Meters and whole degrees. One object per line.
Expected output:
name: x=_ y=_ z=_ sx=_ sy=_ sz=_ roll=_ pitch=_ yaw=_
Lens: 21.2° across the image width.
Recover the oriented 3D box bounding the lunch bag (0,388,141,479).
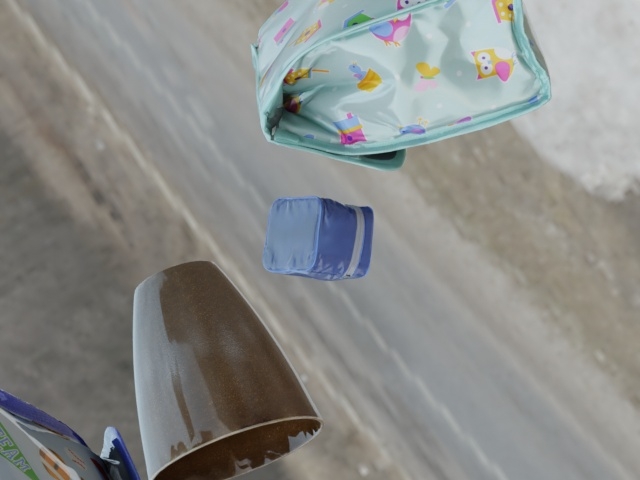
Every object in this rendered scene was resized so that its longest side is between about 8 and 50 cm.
lunch bag: x=-0.248 y=0.325 z=1.537 sx=0.385 sy=0.239 sz=0.328 roll=41 pitch=-165 yaw=-53

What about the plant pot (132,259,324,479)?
plant pot: x=-0.135 y=0.149 z=2.024 sx=0.215 sy=0.215 sz=0.230 roll=85 pitch=165 yaw=-70

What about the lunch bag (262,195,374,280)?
lunch bag: x=0.000 y=0.000 z=1.440 sx=0.098 sy=0.065 sz=0.067 roll=2 pitch=83 yaw=58

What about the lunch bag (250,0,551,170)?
lunch bag: x=0.061 y=-0.178 z=1.567 sx=0.223 sy=0.262 sz=0.160 roll=-96 pitch=-16 yaw=-62
